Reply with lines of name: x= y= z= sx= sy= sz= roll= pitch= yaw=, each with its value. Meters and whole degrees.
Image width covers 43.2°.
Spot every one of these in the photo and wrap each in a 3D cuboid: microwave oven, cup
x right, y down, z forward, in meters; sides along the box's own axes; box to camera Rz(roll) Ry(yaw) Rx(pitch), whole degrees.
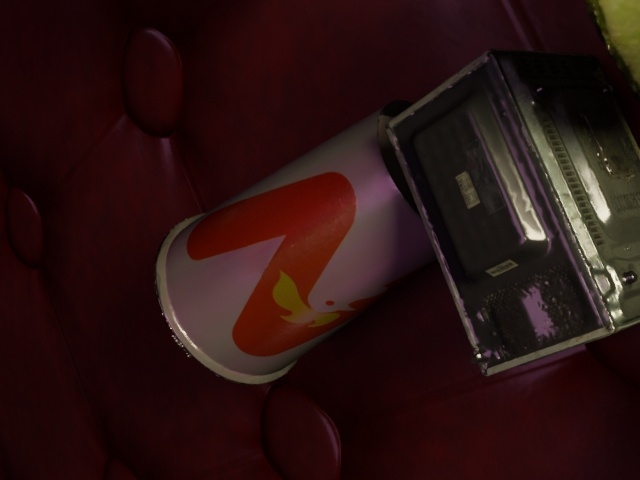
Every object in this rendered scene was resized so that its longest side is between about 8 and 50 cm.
microwave oven: x=0.168 y=-0.026 z=0.594 sx=0.129 sy=0.163 sz=0.205 roll=-32 pitch=75 yaw=43
cup: x=0.000 y=0.000 z=0.767 sx=0.288 sy=0.203 sz=0.203 roll=-33 pitch=77 yaw=38

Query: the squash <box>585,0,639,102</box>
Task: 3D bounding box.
squash: x=0.226 y=-0.184 z=0.450 sx=0.133 sy=0.220 sz=0.220 roll=-1 pitch=100 yaw=49
